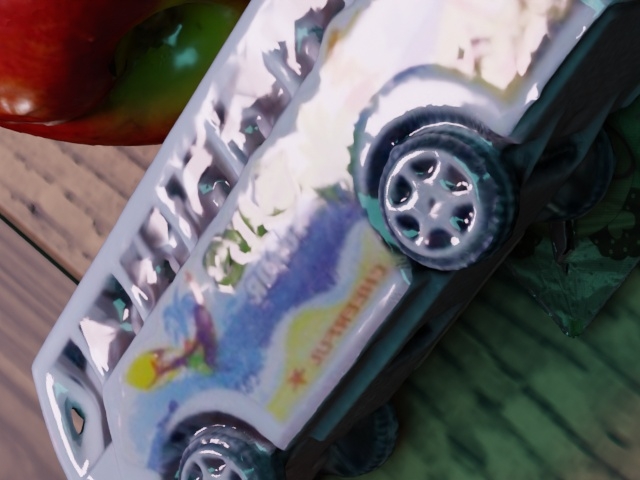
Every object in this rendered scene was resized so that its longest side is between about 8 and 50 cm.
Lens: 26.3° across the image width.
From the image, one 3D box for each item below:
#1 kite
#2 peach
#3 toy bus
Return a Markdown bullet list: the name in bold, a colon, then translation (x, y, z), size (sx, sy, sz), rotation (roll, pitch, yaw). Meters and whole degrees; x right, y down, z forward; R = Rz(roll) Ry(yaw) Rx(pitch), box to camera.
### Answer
- **kite**: translation (0.085, -0.082, 0.543), size (0.229, 0.012, 0.250), rotation (5, 104, 48)
- **peach**: translation (-0.100, -0.150, 0.588), size (0.196, 0.190, 0.226), rotation (-58, 45, 35)
- **toy bus**: translation (0.000, 0.000, 0.534), size (0.136, 0.109, 0.329), rotation (47, 122, 18)
